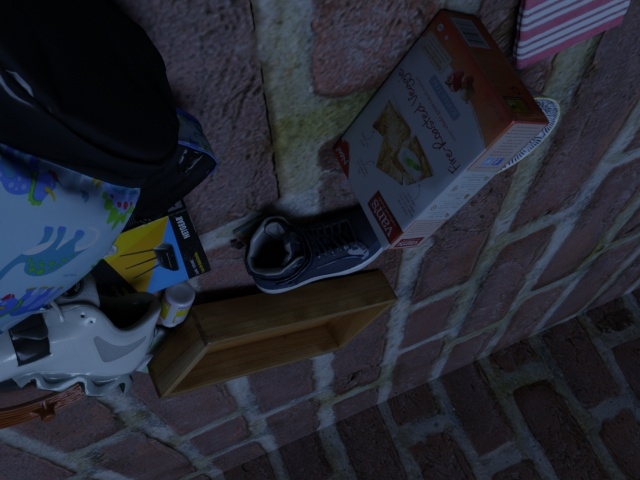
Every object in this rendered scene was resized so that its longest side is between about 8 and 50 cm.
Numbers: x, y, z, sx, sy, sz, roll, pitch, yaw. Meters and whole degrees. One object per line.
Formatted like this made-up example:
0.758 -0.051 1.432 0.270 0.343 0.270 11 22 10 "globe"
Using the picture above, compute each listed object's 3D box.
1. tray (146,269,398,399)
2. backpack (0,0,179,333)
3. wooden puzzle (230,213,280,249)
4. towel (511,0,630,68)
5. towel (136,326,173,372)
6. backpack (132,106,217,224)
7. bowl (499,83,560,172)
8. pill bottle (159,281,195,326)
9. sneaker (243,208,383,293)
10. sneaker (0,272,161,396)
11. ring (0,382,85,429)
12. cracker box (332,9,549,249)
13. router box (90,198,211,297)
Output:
-0.076 0.157 1.264 0.411 0.076 0.203 -7 151 -41 "tray"
-0.301 -0.034 0.495 0.356 0.273 0.290 -18 164 12 "backpack"
-0.091 -0.014 0.999 0.083 0.006 0.049 -29 156 7 "wooden puzzle"
0.282 -0.281 0.796 0.144 0.029 0.197 -25 154 -1 "towel"
-0.285 0.186 1.203 0.113 0.023 0.152 -28 157 8 "towel"
-0.166 -0.082 0.687 0.114 0.084 0.105 -30 157 22 "backpack"
0.209 -0.152 0.919 0.170 0.080 0.170 -21 157 -10 "bowl"
-0.214 0.096 1.059 0.043 0.043 0.083 -10 153 -31 "pill bottle"
0.000 0.002 1.009 0.226 0.086 0.163 -25 163 -1 "sneaker"
-0.320 0.085 0.781 0.330 0.122 0.146 10 117 -53 "sneaker"
-0.384 0.187 1.003 0.337 0.032 0.336 -29 158 -13 "ring"
0.123 -0.116 0.813 0.067 0.155 0.232 -5 149 -38 "cracker box"
-0.214 0.009 0.877 0.133 0.046 0.179 -21 156 -8 "router box"
